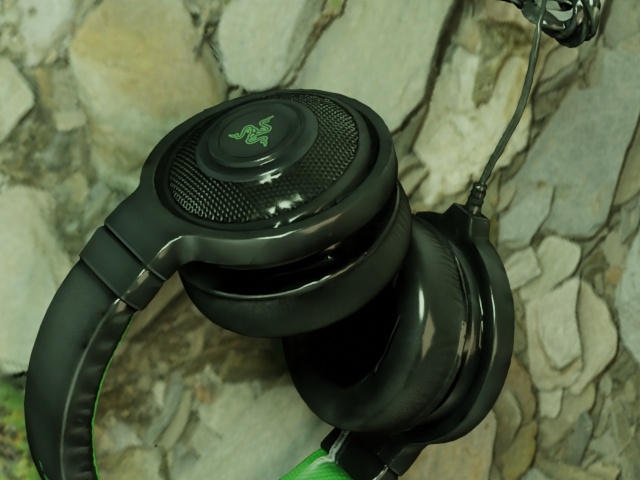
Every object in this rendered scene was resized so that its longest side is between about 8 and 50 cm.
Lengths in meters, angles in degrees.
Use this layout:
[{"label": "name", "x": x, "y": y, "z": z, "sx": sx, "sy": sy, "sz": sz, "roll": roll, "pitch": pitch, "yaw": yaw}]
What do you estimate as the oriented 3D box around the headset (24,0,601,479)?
[{"label": "headset", "x": 0.000, "y": 0.000, "z": 1.071, "sx": 0.394, "sy": 0.185, "sz": 0.243, "roll": -47, "pitch": 134, "yaw": -1}]
